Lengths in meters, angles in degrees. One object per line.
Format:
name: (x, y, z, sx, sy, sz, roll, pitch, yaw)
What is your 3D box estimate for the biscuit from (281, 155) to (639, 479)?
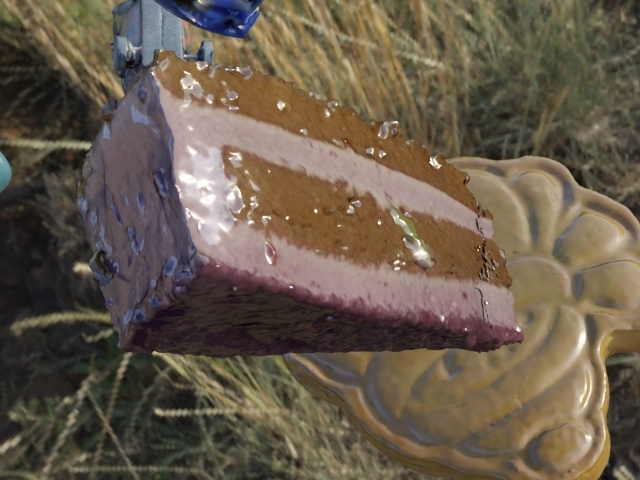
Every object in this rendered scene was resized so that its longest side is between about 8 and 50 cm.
biscuit: (0.139, 0.060, 1.036, 0.312, 0.057, 0.351, -43, 54, -10)

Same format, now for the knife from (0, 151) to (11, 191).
knife: (-0.287, -0.099, 0.762, 0.244, 0.058, 0.032, 35, 74, 25)

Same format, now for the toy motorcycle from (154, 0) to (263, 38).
toy motorcycle: (-0.172, -0.258, 0.846, 0.315, 0.169, 0.113, 34, 71, -8)

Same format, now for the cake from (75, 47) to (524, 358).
cake: (0.000, 0.000, 0.587, 0.113, 0.295, 0.116, -27, 65, 36)

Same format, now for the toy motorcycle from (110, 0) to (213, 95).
toy motorcycle: (-0.194, -0.205, 1.374, 0.108, 0.173, 0.307, 2, 70, -16)
